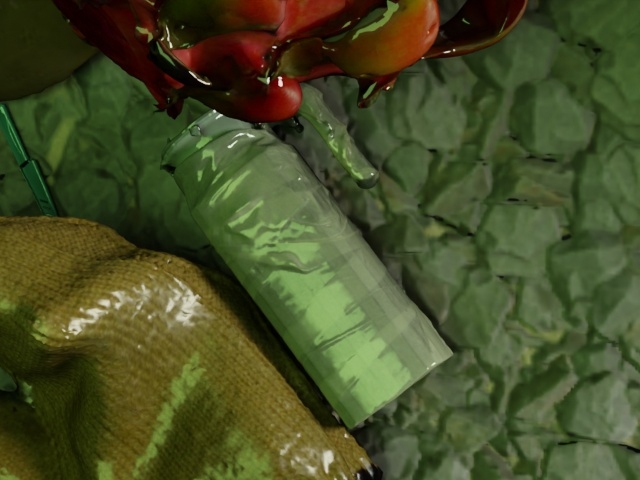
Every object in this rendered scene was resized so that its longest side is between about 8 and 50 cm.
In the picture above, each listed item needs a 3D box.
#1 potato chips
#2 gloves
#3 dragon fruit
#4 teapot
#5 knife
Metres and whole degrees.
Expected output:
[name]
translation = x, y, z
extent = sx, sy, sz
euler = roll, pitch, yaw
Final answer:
[potato chips]
translation = -0.208, -0.179, 0.906
extent = 0.208, 0.062, 0.195
euler = 18, 104, 20
[gloves]
translation = -0.131, 0.091, 0.868
extent = 0.356, 0.155, 0.203
euler = 35, 119, -6
[dragon fruit]
translation = -0.009, -0.165, 0.747
extent = 0.307, 0.227, 0.243
euler = 30, 96, 2
[teapot]
translation = 0.000, 0.000, 0.844
extent = 0.107, 0.077, 0.200
euler = -39, 83, 13
[knife]
translation = -0.193, -0.050, 0.951
extent = 0.014, 0.005, 0.091
euler = -25, 90, 26
